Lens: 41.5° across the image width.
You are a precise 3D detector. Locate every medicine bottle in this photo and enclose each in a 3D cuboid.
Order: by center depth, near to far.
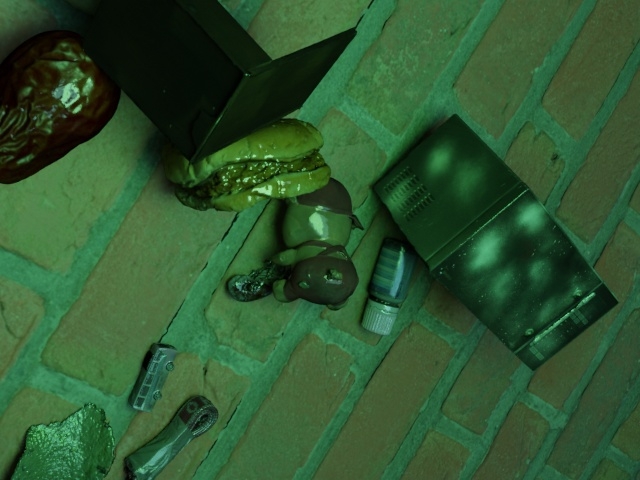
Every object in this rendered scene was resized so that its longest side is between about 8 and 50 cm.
[{"bbox_3d":[0.148,0.100,1.808,0.084,0.083,0.203,13,95,-36],"label":"medicine bottle"}]

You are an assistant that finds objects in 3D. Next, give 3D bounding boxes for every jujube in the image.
[{"bbox_3d":[-0.424,-0.198,1.279,0.255,0.190,0.190,-48,126,4],"label":"jujube"}]

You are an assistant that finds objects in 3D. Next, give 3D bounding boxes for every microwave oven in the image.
[{"bbox_3d":[0.358,0.003,1.745,0.236,0.374,0.432,-40,128,10],"label":"microwave oven"}]

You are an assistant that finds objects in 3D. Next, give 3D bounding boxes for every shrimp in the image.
[{"bbox_3d":[-0.105,0.074,1.650,0.165,0.057,0.065,-28,112,-27],"label":"shrimp"}]

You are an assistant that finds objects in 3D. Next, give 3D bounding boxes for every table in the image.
[{"bbox_3d":[-0.141,-0.300,1.241,0.250,0.196,0.282,47,43,8],"label":"table"}]

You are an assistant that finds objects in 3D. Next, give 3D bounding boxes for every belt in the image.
[{"bbox_3d":[-0.294,0.394,1.624,0.232,0.053,0.071,-46,132,-13],"label":"belt"}]

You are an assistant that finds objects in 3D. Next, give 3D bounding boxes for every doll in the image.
[{"bbox_3d":[-0.003,0.000,1.621,0.196,0.152,0.255,30,56,-63],"label":"doll"}]

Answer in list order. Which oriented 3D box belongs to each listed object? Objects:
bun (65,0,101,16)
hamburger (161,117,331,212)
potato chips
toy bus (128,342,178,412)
[{"bbox_3d":[-0.269,-0.505,1.266,0.361,0.213,0.360,-13,113,-31],"label":"bun"},{"bbox_3d":[-0.132,-0.132,1.428,0.260,0.283,0.144,-19,100,-37],"label":"hamburger"},{"bbox_3d":[-0.475,0.403,1.505,0.228,0.059,0.167,-20,109,-22],"label":"potato chips"},{"bbox_3d":[-0.314,0.255,1.579,0.052,0.037,0.130,22,93,-32],"label":"toy bus"}]
